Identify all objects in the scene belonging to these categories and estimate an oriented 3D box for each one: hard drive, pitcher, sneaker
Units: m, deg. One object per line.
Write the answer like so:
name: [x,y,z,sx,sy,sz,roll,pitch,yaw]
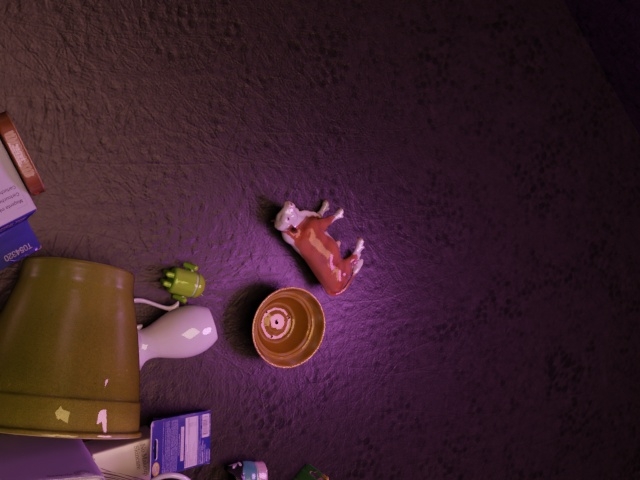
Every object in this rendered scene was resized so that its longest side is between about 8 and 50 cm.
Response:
hard drive: [-0.603,0.457,1.397,0.233,0.353,0.047,5,91,-29]
pitcher: [-0.371,0.209,1.656,0.207,0.125,0.177,-16,88,-16]
sneaker: [-0.226,0.732,1.775,0.121,0.108,0.302,12,79,-29]

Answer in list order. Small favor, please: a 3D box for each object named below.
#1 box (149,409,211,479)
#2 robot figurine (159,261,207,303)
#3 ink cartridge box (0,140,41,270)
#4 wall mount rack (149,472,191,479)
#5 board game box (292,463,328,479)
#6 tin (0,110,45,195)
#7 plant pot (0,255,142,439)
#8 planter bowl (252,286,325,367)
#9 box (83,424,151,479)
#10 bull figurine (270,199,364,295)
box: [-0.350,0.495,1.652,0.225,0.037,0.136,14,74,-62]
robot figurine: [-0.340,0.105,1.688,0.115,0.067,0.101,17,90,-29]
ink cartridge box: [-0.752,-0.061,1.367,0.324,0.071,0.330,-43,117,-48]
wall mount rack: [-0.367,0.709,1.574,0.304,0.130,0.350,27,116,-20]
board game box: [-0.085,0.733,1.837,0.259,0.124,0.039,-47,115,-18]
tin: [-0.657,-0.187,1.470,0.040,0.106,0.189,-28,106,-25]
plant pot: [-0.544,0.225,1.446,0.367,0.366,0.352,13,76,-29]
planter bowl: [-0.102,0.227,1.816,0.217,0.090,0.217,-2,94,-30]
box: [-0.525,0.535,1.595,0.275,0.094,0.113,-11,98,-28]
bull figurine: [0.000,0.000,1.853,0.188,0.101,0.310,-40,110,-23]
